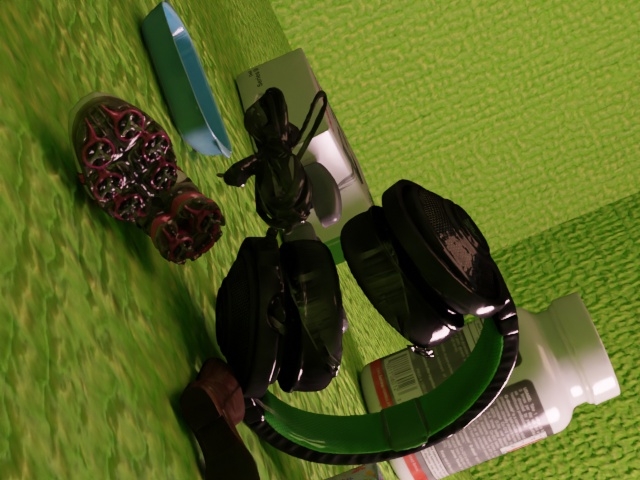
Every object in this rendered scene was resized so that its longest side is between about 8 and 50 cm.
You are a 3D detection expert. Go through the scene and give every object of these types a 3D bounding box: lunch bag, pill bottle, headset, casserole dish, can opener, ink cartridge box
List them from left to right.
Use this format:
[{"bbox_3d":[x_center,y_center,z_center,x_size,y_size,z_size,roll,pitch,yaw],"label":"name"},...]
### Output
[{"bbox_3d":[-0.146,-0.169,1.210,0.114,0.037,0.188,43,24,-75],"label":"casserole dish"},{"bbox_3d":[-0.013,-0.129,1.800,0.289,0.121,0.211,59,9,-48],"label":"ink cartridge box"},{"bbox_3d":[0.000,0.000,1.572,0.076,0.095,0.283,58,11,-52],"label":"can opener"},{"bbox_3d":[0.030,0.249,1.055,0.083,0.071,0.053,-88,155,-74],"label":"lunch bag"},{"bbox_3d":[0.026,0.055,0.874,0.185,0.243,0.394,-105,174,-51],"label":"headset"},{"bbox_3d":[0.263,0.228,1.749,0.210,0.363,0.210,-22,90,-84],"label":"pill bottle"}]

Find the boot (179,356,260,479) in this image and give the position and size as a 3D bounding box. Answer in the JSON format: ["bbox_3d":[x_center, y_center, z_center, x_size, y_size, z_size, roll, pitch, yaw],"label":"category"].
[{"bbox_3d":[-0.066,0.141,0.817,0.114,0.037,0.106,-69,138,-88],"label":"boot"}]

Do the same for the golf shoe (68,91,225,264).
[{"bbox_3d":[-0.137,-0.051,0.800,0.086,0.067,0.186,44,-9,30],"label":"golf shoe"}]
